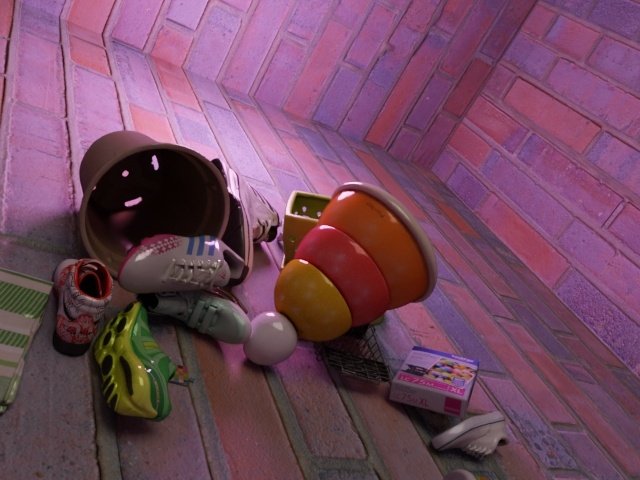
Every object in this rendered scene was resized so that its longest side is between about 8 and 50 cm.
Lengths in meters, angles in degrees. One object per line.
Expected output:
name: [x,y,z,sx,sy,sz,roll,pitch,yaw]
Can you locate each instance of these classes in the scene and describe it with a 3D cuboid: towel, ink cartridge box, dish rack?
towel: [-0.604,0.137,1.048,0.247,0.038,0.325,21,26,-20]
ink cartridge box: [0.305,0.351,1.620,0.185,0.065,0.311,11,11,19]
dish rack: [0.062,0.264,1.580,0.208,0.074,0.272,19,27,-24]

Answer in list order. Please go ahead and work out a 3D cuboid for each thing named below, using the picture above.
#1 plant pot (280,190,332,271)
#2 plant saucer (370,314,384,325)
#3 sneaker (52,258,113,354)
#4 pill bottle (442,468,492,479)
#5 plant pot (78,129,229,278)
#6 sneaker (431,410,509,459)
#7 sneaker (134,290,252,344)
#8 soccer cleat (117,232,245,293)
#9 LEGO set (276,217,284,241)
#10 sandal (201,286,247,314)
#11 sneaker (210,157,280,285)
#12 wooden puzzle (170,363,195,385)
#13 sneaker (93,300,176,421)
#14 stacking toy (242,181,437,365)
plant pot: [0.000,0.000,1.828,0.228,0.207,0.227,10,22,0]
plant saucer: [0.096,0.161,1.881,0.240,0.037,0.241,26,23,-11]
sneaker: [-0.455,0.080,1.207,0.090,0.145,0.270,18,25,-29]
pill bottle: [0.359,0.558,1.241,0.245,0.136,0.136,25,23,-15]
plant pot: [-0.427,-0.116,1.484,0.333,0.334,0.305,13,17,-37]
sneaker: [0.373,0.476,1.500,0.258,0.094,0.091,-1,57,-39]
sneaker: [-0.279,0.158,1.331,0.255,0.094,0.151,28,14,18]
soccer cleat: [-0.272,0.053,1.298,0.143,0.116,0.331,27,17,17]
LEGO set: [-0.014,0.008,2.033,0.286,0.107,0.132,29,56,-16]
sandal: [-0.255,0.135,1.471,0.180,0.049,0.072,27,9,-18]
sneaker: [-0.194,-0.029,1.746,0.257,0.169,0.448,29,30,-38]
wooden puzzle: [-0.285,0.261,1.225,0.083,0.006,0.049,20,24,-25]
sneaker: [-0.337,0.224,1.145,0.123,0.109,0.296,47,6,-35]
stacking toy: [0.005,0.114,1.467,0.479,0.351,0.350,-36,63,-24]
